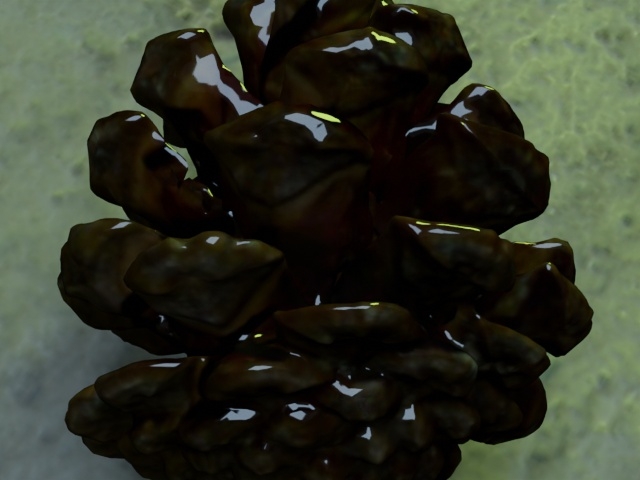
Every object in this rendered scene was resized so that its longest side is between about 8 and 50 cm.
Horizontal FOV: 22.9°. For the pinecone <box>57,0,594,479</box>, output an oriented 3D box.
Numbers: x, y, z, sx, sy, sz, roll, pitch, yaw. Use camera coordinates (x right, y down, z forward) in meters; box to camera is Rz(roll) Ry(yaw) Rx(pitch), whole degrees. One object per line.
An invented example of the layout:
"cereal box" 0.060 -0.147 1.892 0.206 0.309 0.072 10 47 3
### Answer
"pinecone" 0.000 0.000 0.728 0.244 0.244 0.309 -2 54 -2
